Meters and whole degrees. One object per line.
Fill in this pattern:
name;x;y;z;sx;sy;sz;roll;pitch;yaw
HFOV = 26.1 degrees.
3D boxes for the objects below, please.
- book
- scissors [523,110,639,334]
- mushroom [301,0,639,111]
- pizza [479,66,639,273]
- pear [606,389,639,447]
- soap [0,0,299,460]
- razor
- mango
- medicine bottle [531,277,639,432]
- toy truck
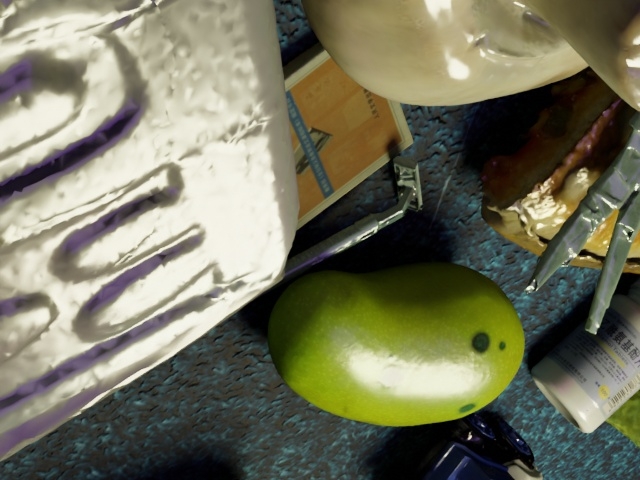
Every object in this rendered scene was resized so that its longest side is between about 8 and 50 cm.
book;-0.035;-0.066;1.159;0.241;0.018;0.170;-38;142;-9
scissors;0.312;-0.095;1.266;0.256;0.029;0.383;22;97;-33
mushroom;0.115;-0.237;0.931;0.325;0.353;0.353;15;117;-16
pizza;0.367;-0.154;1.373;0.440;0.130;0.406;3;114;-34
pear;0.489;0.188;1.688;0.238;0.255;0.164;-50;141;-1
soap;-0.206;-0.100;0.818;0.350;0.213;0.435;-26;138;-21
razor;0.004;0.006;1.239;0.211;0.036;0.084;-35;155;-8
mango;0.072;0.096;1.311;0.293;0.143;0.175;9;124;-40
medicine bottle;0.347;0.131;1.622;0.186;0.103;0.103;-41;142;-3
toy truck;0.183;0.303;1.574;0.161;0.177;0.213;-52;141;9
